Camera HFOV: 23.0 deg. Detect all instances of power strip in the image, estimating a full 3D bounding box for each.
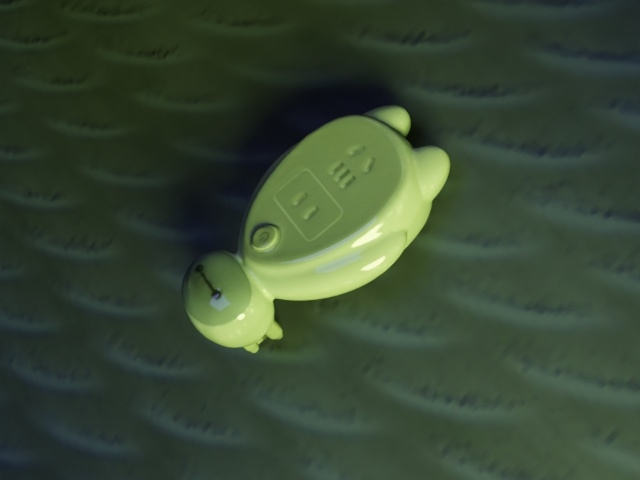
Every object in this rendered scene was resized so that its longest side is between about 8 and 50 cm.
[{"bbox_3d":[0.000,0.000,0.438,0.083,0.035,0.055,-40,48,1],"label":"power strip"}]
